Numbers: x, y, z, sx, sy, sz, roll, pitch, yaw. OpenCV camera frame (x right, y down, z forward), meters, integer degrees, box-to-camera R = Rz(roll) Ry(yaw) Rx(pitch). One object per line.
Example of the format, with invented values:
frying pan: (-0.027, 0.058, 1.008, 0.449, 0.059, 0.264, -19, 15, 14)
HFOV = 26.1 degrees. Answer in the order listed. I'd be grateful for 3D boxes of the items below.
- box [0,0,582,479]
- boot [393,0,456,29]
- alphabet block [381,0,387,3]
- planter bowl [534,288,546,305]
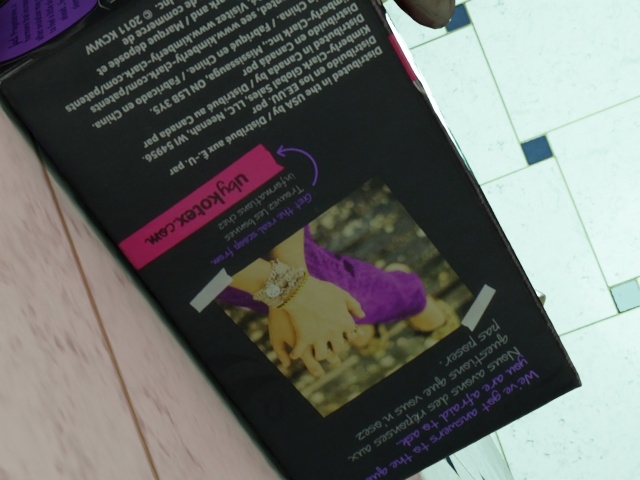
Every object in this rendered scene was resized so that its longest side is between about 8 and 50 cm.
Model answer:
box: (-0.014, -0.034, 0.632, 0.270, 0.143, 0.165, 58, 6, -31)
boot: (0.019, -0.144, 0.574, 0.106, 0.037, 0.114, 56, 10, -20)
alphabet block: (-0.069, -0.277, 1.184, 0.192, 0.193, 0.197, 61, 5, 20)
planter bowl: (0.097, 0.082, 1.140, 0.109, 0.162, 0.162, 35, -2, 16)
